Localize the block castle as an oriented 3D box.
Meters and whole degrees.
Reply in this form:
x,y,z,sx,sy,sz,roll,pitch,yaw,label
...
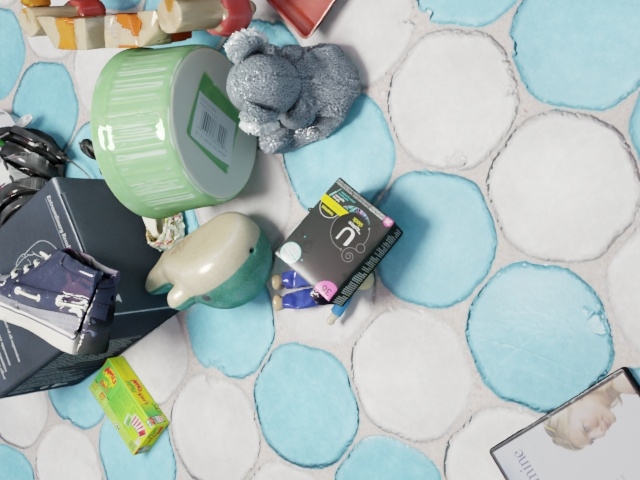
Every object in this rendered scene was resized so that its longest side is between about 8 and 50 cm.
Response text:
x,y,z,sx,sy,sz,roll,pitch,yaw,label
-0.322,-0.491,1.568,0.453,0.213,0.303,8,108,36,block castle

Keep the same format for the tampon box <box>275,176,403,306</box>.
x,y,z,sx,sy,sz,roll,pitch,yaw,label
0.032,0.005,1.442,0.120,0.101,0.161,40,91,17,tampon box

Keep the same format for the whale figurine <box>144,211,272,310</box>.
x,y,z,sx,sy,sz,roll,pitch,yaw,label
-0.198,0.054,1.628,0.272,0.216,0.141,-17,125,43,whale figurine

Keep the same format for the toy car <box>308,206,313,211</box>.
x,y,z,sx,sy,sz,roll,pitch,yaw,label
0.000,0.000,1.540,0.041,0.060,0.122,0,81,-7,toy car

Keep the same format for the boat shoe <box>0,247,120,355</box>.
x,y,z,sx,sy,sz,roll,pitch,yaw,label
-0.492,0.075,1.605,0.340,0.127,0.158,20,96,25,boat shoe

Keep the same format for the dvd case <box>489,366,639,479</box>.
x,y,z,sx,sy,sz,roll,pitch,yaw,label
0.382,0.319,1.287,0.253,0.022,0.180,-42,68,29,dvd case

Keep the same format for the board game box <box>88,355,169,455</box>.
x,y,z,sx,sy,sz,roll,pitch,yaw,label
-0.390,0.333,1.832,0.181,0.043,0.092,48,116,24,board game box

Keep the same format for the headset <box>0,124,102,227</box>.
x,y,z,sx,sy,sz,roll,pitch,yaw,label
-0.609,-0.137,1.868,0.394,0.185,0.243,-5,70,11,headset

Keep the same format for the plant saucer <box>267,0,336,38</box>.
x,y,z,sx,sy,sz,roll,pitch,yaw,label
-0.016,-0.516,1.537,0.259,0.048,0.258,50,118,25,plant saucer

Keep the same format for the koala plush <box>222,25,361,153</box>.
x,y,z,sx,sy,sz,roll,pitch,yaw,label
-0.068,-0.252,1.474,0.203,0.221,0.196,-8,86,36,koala plush

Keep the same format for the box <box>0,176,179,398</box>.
x,y,z,sx,sy,sz,roll,pitch,yaw,label
-0.510,0.096,1.809,0.395,0.212,0.293,-34,72,32,box

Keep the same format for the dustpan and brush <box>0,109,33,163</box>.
x,y,z,sx,sy,sz,roll,pitch,yaw,label
-0.687,-0.240,2.021,0.211,0.060,0.147,-18,80,35,dustpan and brush

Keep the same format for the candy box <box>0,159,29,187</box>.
x,y,z,sx,sy,sz,roll,pitch,yaw,label
-0.687,-0.054,2.020,0.165,0.070,0.196,-40,69,29,candy box

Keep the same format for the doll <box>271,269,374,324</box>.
x,y,z,sx,sy,sz,roll,pitch,yaw,label
0.008,0.080,1.536,0.189,0.046,0.129,-13,74,29,doll

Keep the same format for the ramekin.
x,y,z,sx,sy,sz,roll,pitch,yaw,label
-0.237,-0.192,1.560,0.148,0.303,0.303,-4,89,28,ramekin

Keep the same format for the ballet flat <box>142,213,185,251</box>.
x,y,z,sx,sy,sz,roll,pitch,yaw,label
-0.317,-0.093,1.748,0.091,0.077,0.241,-22,78,35,ballet flat
